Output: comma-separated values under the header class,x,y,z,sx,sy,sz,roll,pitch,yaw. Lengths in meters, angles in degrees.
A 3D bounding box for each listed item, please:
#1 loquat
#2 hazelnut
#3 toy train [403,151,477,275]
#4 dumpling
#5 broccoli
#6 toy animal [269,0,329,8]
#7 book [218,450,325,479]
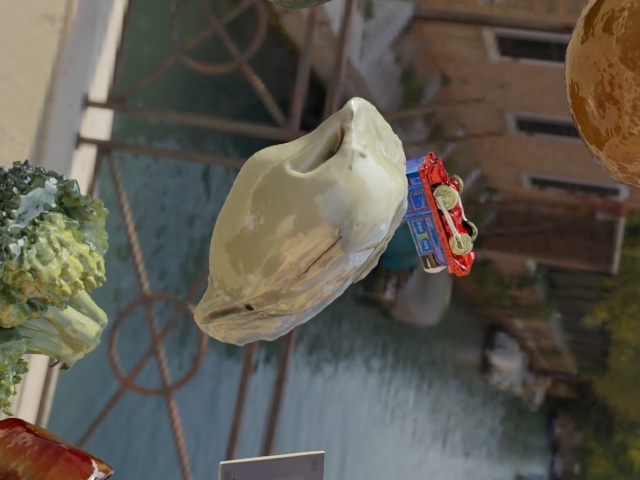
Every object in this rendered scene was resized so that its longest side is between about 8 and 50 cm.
class,x,y,z,sx,sy,sz,roll,pitch,yaw
loquat,0.439,-0.193,1.456,0.328,0.328,0.329,9,90,-76
hazelnut,-0.313,0.317,1.398,0.217,0.251,0.217,-49,179,-2
toy train,0.185,-0.040,2.160,0.083,0.131,0.204,-57,130,-63
dumpling,0.000,0.000,1.807,0.315,0.233,0.395,28,99,-49
broccoli,-0.407,0.059,1.663,0.281,0.348,0.293,45,5,-36
toy animal,0.014,-0.469,1.725,0.216,0.191,0.338,40,66,-26
book,-0.077,0.395,1.990,0.014,0.181,0.127,-153,-116,-62
